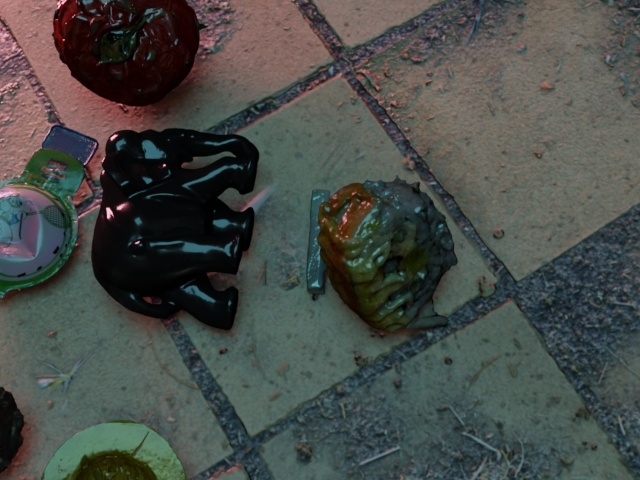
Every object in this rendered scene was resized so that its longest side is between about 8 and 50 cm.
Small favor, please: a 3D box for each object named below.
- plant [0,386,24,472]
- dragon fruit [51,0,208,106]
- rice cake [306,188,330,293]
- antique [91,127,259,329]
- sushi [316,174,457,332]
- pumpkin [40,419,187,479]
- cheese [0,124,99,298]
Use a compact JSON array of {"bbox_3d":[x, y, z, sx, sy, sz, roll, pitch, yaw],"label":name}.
[{"bbox_3d":[-0.591,0.288,1.639,0.274,0.149,0.146,-6,24,18],"label":"plant"},{"bbox_3d":[-0.332,-0.360,1.841,0.244,0.244,0.299,-29,51,-9],"label":"dragon fruit"},{"bbox_3d":[0.000,0.000,1.786,0.042,0.030,0.180,3,69,2],"label":"rice cake"},{"bbox_3d":[-0.237,-0.034,1.730,0.255,0.185,0.322,10,72,5],"label":"antique"},{"bbox_3d":[0.105,0.026,1.682,0.184,0.274,0.139,-32,43,-14],"label":"sushi"},{"bbox_3d":[-0.304,0.383,1.611,0.217,0.110,0.217,2,74,-8],"label":"pumpkin"},{"bbox_3d":[-0.481,-0.052,1.801,0.204,0.083,0.320,22,71,11],"label":"cheese"}]
